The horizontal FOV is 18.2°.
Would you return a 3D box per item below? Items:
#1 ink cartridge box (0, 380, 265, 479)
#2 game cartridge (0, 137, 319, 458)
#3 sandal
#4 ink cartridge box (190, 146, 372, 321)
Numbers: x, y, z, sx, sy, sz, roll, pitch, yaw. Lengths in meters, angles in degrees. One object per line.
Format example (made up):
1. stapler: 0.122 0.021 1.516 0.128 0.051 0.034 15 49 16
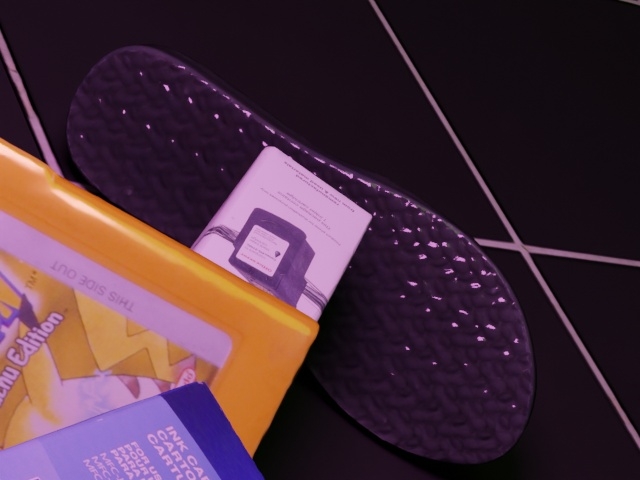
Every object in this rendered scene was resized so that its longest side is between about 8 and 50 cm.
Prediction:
1. ink cartridge box: -0.101 0.234 1.005 0.270 0.151 0.395 58 22 8
2. game cartridge: -0.203 0.094 1.192 0.323 0.052 0.285 30 75 -8
3. sandal: 0.000 -0.003 1.586 0.446 0.167 0.107 40 14 9
4. ink cartridge box: -0.073 0.066 1.400 0.100 0.172 0.237 35 32 -3
